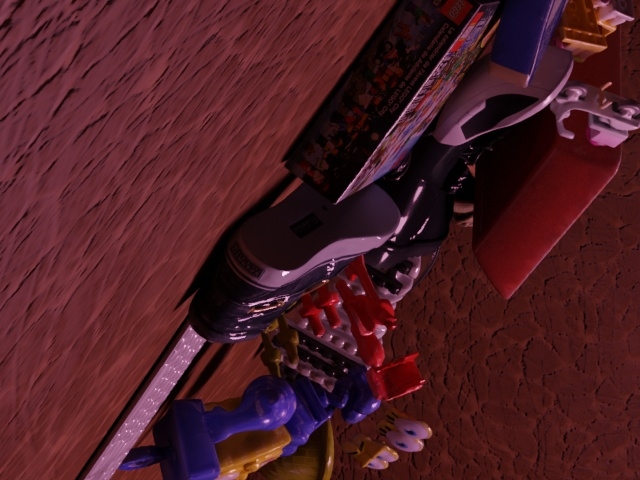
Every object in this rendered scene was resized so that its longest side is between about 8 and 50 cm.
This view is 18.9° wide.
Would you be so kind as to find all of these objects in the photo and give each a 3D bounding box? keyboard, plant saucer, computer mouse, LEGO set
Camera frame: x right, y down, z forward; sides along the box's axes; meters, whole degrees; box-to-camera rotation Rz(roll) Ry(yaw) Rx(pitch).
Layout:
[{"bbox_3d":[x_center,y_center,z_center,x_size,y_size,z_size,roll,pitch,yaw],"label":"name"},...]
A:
[{"bbox_3d":[-0.136,0.132,1.407,0.256,0.014,0.072,-55,175,26],"label":"keyboard"},{"bbox_3d":[0.192,-0.116,1.694,0.259,0.047,0.258,121,-23,-58],"label":"plant saucer"},{"bbox_3d":[0.112,-0.110,1.448,0.193,0.042,0.106,-24,-151,48],"label":"computer mouse"},{"bbox_3d":[0.190,-0.206,1.526,0.107,0.132,0.287,-30,-140,45],"label":"LEGO set"}]

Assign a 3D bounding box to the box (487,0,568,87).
[{"bbox_3d":[0.167,-0.222,1.269,0.225,0.036,0.136,104,12,-55],"label":"box"}]

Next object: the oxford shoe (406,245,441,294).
[{"bbox_3d":[0.097,-0.020,2.150,0.096,0.083,0.227,-42,156,-54],"label":"oxford shoe"}]

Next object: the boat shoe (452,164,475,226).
[{"bbox_3d":[0.168,-0.077,2.013,0.120,0.122,0.324,-38,152,-9],"label":"boat shoe"}]

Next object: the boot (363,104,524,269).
[{"bbox_3d":[0.115,-0.087,1.700,0.207,0.094,0.246,-53,173,17],"label":"boot"}]

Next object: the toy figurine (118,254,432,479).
[{"bbox_3d":[-0.078,0.136,1.581,0.217,0.191,0.362,-18,170,-20],"label":"toy figurine"}]

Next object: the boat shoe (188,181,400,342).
[{"bbox_3d":[-0.020,0.010,1.303,0.183,0.065,0.083,-24,158,-54],"label":"boat shoe"}]

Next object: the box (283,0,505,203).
[{"bbox_3d":[0.062,-0.112,1.308,0.159,0.044,0.233,-53,175,14],"label":"box"}]

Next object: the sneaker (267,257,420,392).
[{"bbox_3d":[0.036,0.053,1.986,0.292,0.110,0.118,-56,-177,41],"label":"sneaker"}]
